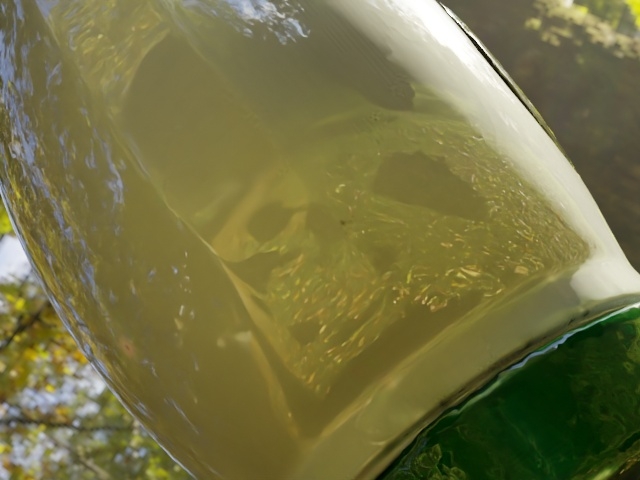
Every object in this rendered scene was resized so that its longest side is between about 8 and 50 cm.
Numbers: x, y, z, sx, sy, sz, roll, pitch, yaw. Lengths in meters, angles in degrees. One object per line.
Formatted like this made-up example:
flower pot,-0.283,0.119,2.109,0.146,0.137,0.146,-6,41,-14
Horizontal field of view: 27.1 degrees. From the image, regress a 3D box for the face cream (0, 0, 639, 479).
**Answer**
face cream,0.000,0.000,0.599,0.219,0.357,0.312,-39,-24,4
